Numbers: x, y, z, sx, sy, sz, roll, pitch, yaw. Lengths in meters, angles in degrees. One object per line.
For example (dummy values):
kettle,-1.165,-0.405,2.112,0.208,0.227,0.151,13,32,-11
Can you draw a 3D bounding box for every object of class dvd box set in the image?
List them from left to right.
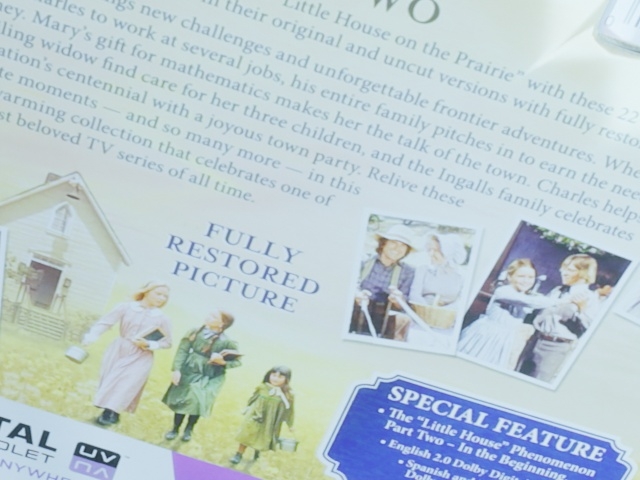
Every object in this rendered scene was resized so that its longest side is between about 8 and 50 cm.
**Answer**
dvd box set,0.001,-0.006,0.632,0.307,0.062,0.420,17,128,-7
